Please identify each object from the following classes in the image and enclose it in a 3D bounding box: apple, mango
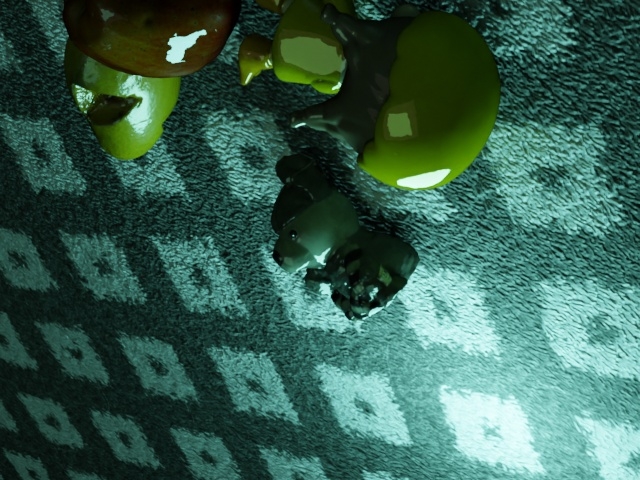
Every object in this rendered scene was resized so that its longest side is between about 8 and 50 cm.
[{"bbox_3d":[-0.210,-0.315,1.546,0.234,0.234,0.234,24,140,22],"label":"apple"},{"bbox_3d":[-0.276,-0.229,1.755,0.130,0.167,0.262,35,149,33],"label":"mango"}]

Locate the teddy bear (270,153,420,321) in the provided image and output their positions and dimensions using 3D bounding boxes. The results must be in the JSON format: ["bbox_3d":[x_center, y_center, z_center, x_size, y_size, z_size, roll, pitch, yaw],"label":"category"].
[{"bbox_3d":[0.009,0.013,1.753,0.251,0.144,0.171,39,158,9],"label":"teddy bear"}]

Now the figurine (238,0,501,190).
[{"bbox_3d":[0.053,-0.196,1.476,0.343,0.187,0.215,29,130,27],"label":"figurine"}]
